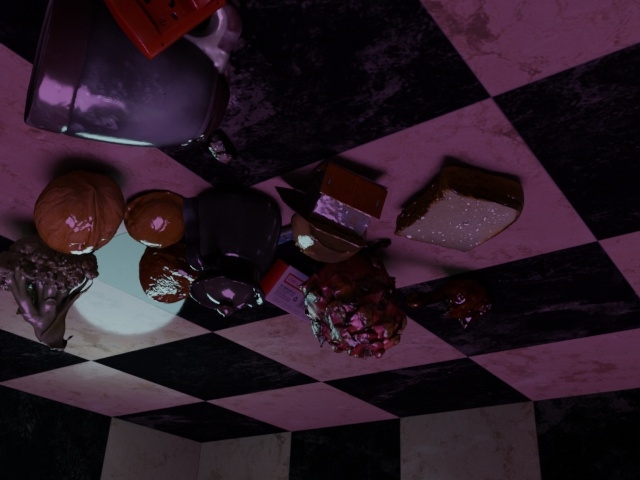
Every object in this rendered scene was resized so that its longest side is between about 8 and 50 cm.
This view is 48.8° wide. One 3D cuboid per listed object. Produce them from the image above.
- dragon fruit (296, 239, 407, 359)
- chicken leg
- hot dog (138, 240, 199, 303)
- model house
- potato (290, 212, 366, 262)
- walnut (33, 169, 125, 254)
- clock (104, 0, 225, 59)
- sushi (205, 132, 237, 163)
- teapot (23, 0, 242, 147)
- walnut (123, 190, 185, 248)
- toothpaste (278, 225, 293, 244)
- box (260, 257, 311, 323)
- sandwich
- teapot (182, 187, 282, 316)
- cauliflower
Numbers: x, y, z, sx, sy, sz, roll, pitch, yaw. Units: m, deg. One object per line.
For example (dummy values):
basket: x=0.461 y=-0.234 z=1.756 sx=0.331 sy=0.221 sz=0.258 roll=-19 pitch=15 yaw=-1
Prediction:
dragon fruit: x=0.102 y=0.172 z=1.863 sx=0.291 sy=0.269 sz=0.250 roll=48 pitch=149 yaw=4
chicken leg: x=0.378 y=0.163 z=1.991 sx=0.158 sy=0.095 sz=0.407 roll=-43 pitch=148 yaw=24
hot dog: x=-0.392 y=0.084 z=1.927 sx=0.196 sy=0.122 sz=0.272 roll=17 pitch=153 yaw=-21
model house: x=0.030 y=-0.108 z=1.548 sx=0.219 sy=0.207 sz=0.135 roll=25 pitch=109 yaw=-19
potato: x=0.000 y=0.000 z=1.706 sx=0.138 sy=0.098 sz=0.243 roll=-17 pitch=159 yaw=39
walnut: x=-0.544 y=-0.064 z=1.600 sx=0.193 sy=0.193 sz=0.226 roll=22 pitch=144 yaw=-31
clock: x=-0.224 y=-0.351 z=1.024 sx=0.113 sy=0.155 sz=0.061 roll=54 pitch=163 yaw=-23
sushi: x=-0.211 y=-0.188 z=1.477 sx=0.046 sy=0.044 sz=0.083 roll=-8 pitch=148 yaw=17
teapot: x=-0.284 y=-0.297 z=1.140 sx=0.312 sy=0.233 sz=0.314 roll=12 pitch=123 yaw=-28
walnut: x=-0.401 y=-0.035 z=1.731 sx=0.167 sy=0.087 sz=0.211 roll=10 pitch=151 yaw=-18
toothpaste: x=-0.103 y=-0.009 z=1.815 sx=0.197 sy=0.034 sz=0.057 roll=-18 pitch=156 yaw=29
box: x=-0.074 y=0.147 z=2.020 sx=0.229 sy=0.123 sz=0.050 roll=35 pitch=-178 yaw=-45
sandwich: x=0.318 y=-0.070 z=1.606 sx=0.226 sy=0.087 sz=0.251 roll=14 pitch=153 yaw=-17
teapot: x=-0.204 y=0.028 z=1.625 sx=0.224 sy=0.285 sz=0.305 roll=5 pitch=153 yaw=-6
cauliflower: x=-0.740 y=0.113 z=1.865 sx=0.260 sy=0.281 sz=0.327 roll=24 pitch=-178 yaw=32
